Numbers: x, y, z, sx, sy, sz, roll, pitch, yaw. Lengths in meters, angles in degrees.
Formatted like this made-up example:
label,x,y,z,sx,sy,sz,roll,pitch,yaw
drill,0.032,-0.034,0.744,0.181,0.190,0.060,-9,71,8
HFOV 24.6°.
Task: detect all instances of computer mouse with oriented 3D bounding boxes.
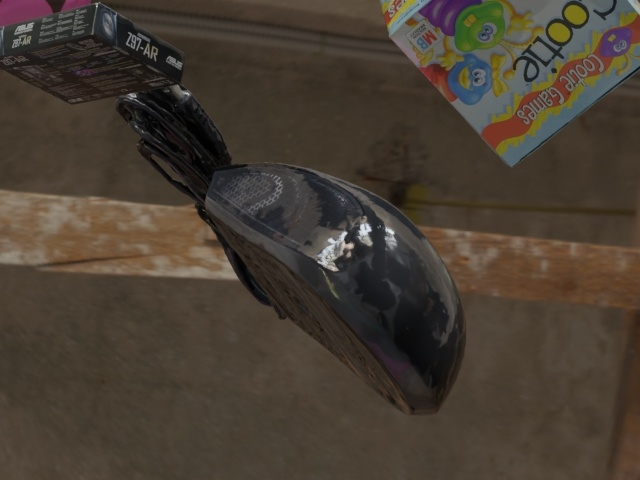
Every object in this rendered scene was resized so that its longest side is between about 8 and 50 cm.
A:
label,x,y,z,sx,sy,sz,roll,pitch,yaw
computer mouse,0.000,0.000,0.811,0.072,0.272,0.188,-40,-53,-10

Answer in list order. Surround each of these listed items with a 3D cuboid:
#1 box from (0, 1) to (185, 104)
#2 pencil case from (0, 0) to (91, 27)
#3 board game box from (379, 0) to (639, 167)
label,x,y,z,sx,sy,sz,roll,pitch,yaw
box,-0.124,-0.096,0.766,0.067,0.083,0.018,26,-115,-48
pencil case,-0.271,-0.179,1.028,0.209,0.095,0.098,-12,-86,-42
board game box,0.134,-0.204,1.115,0.144,0.275,0.142,-38,-64,17
